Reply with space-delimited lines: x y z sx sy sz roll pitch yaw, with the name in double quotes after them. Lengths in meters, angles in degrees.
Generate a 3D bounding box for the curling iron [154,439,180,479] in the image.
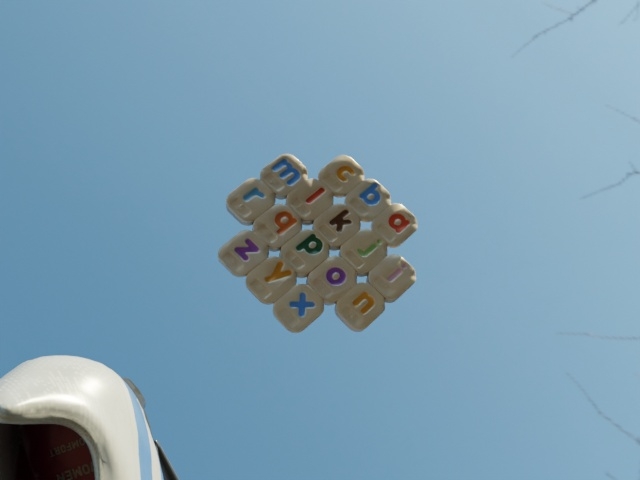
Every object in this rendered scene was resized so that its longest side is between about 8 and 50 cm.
-0.220 0.459 1.470 0.068 0.274 0.035 -20 -31 -39 "curling iron"

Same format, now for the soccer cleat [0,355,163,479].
-0.119 0.226 0.477 0.116 0.143 0.331 -25 -96 11 "soccer cleat"

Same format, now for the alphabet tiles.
0.000 0.000 1.267 0.284 0.021 0.278 43 -117 11 "alphabet tiles"
